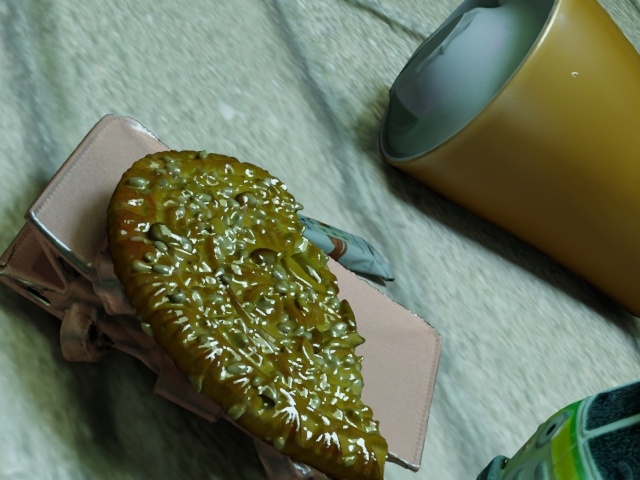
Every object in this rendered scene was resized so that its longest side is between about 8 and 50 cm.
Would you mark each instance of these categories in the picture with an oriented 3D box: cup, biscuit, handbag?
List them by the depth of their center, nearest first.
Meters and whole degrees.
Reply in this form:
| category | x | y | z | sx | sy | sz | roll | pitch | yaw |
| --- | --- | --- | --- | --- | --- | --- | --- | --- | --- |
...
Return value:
| category | x | y | z | sx | sy | sz | roll | pitch | yaw |
| --- | --- | --- | --- | --- | --- | --- | --- | --- | --- |
| biscuit | -0.037 | 0.020 | 0.761 | 0.126 | 0.025 | 0.206 | 20 | 31 | -35 |
| handbag | -0.045 | 0.036 | 0.829 | 0.212 | 0.059 | 0.157 | 34 | 22 | -7 |
| cup | 0.170 | -0.068 | 1.237 | 0.264 | 0.182 | 0.226 | 38 | -9 | -20 |

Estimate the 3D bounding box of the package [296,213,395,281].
| category | x | y | z | sx | sy | sz | roll | pitch | yaw |
| --- | --- | --- | --- | --- | --- | --- | --- | --- | --- |
| package | 0.000 | 0.000 | 1.015 | 0.110 | 0.015 | 0.037 | 19 | 25 | -42 |

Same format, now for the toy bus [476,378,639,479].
| category | x | y | z | sx | sy | sz | roll | pitch | yaw |
| --- | --- | --- | --- | --- | --- | --- | --- | --- | --- |
| toy bus | 0.224 | 0.173 | 0.842 | 0.276 | 0.164 | 0.133 | 34 | 23 | -14 |
